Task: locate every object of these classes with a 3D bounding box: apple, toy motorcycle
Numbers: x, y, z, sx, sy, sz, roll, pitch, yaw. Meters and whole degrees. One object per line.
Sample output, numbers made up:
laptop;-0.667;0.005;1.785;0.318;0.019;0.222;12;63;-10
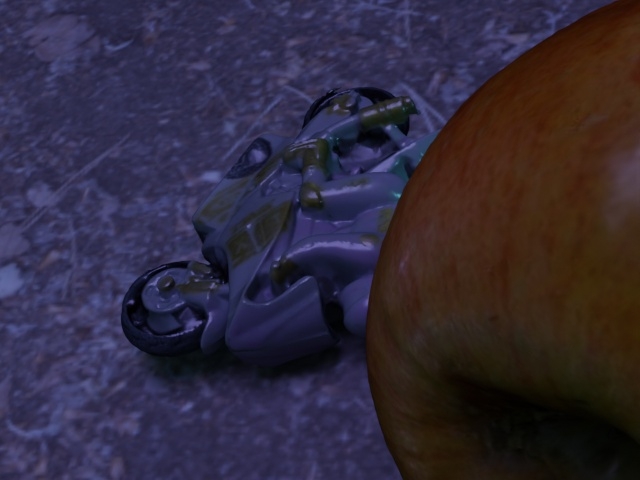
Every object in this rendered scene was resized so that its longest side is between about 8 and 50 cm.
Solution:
apple;0.179;0.027;0.652;0.299;0.299;0.275;17;48;33
toy motorcycle;0.000;0.000;0.894;0.152;0.073;0.225;27;62;36
